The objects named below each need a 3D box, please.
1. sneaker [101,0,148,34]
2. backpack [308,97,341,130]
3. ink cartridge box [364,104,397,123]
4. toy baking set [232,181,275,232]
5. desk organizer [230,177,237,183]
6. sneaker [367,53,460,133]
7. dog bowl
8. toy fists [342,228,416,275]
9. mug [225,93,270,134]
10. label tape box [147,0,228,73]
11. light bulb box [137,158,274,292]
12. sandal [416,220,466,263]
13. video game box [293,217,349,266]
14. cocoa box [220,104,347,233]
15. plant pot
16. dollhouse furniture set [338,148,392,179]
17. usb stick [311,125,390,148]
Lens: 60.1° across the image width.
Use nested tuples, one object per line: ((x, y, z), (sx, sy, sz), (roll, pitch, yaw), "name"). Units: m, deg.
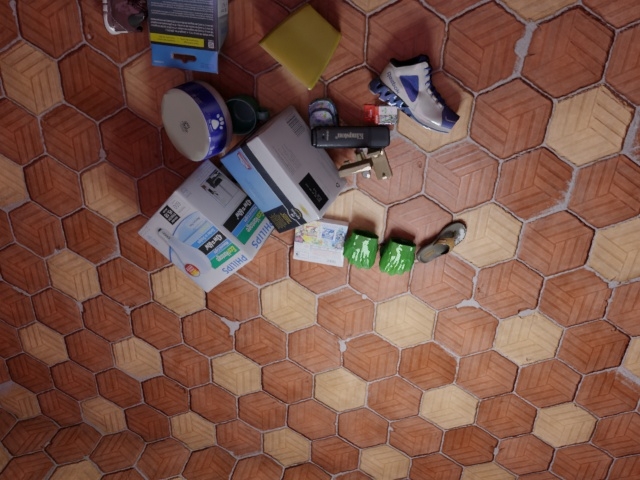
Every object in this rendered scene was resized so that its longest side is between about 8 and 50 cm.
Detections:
((-0.638, -0.820, 1.819), (0.163, 0.106, 0.281), (6, 130, 3), "sneaker")
((0.008, -0.429, 1.904), (0.105, 0.084, 0.114), (-5, 115, 12), "backpack")
((0.206, -0.432, 1.894), (0.115, 0.029, 0.062), (2, 119, 10), "ink cartridge box")
((-0.278, -0.129, 2.111), (0.256, 0.030, 0.196), (23, 140, 10), "toy baking set")
((-0.278, -0.203, 2.107), (0.047, 0.050, 0.130), (-35, 107, 26), "desk organizer")
((0.328, -0.490, 1.780), (0.316, 0.127, 0.182), (29, 122, -4), "sneaker")
((-0.433, -0.414, 1.924), (0.265, 0.104, 0.264), (25, 132, 31), "dog bowl")
((0.224, 0.049, 2.115), (0.280, 0.096, 0.142), (12, 111, -7), "toy fists")
((-0.265, -0.440, 1.946), (0.158, 0.097, 0.129), (30, 120, -6), "mug")
((-0.433, -0.739, 1.808), (0.241, 0.105, 0.333), (10, 121, 7), "label tape box")
((-0.424, -0.045, 2.078), (0.361, 0.225, 0.358), (43, 135, -13), "light bulb box")
((0.455, 0.017, 2.064), (0.219, 0.060, 0.090), (-35, 112, 12), "sandal")
((0.000, 0.000, 2.167), (0.206, 0.048, 0.186), (10, 122, 6), "video game box")
((-0.123, -0.240, 1.920), (0.228, 0.231, 0.347), (-19, 115, 46), "cocoa box")
((-0.046, -0.625, 1.748), (0.212, 0.212, 0.187), (39, 106, -11), "plant pot")
((0.160, -0.235, 1.943), (0.144, 0.151, 0.123), (-13, 115, 20), "dollhouse furniture set")
((0.106, -0.353, 1.889), (0.278, 0.045, 0.077), (-3, 103, -14), "usb stick")
